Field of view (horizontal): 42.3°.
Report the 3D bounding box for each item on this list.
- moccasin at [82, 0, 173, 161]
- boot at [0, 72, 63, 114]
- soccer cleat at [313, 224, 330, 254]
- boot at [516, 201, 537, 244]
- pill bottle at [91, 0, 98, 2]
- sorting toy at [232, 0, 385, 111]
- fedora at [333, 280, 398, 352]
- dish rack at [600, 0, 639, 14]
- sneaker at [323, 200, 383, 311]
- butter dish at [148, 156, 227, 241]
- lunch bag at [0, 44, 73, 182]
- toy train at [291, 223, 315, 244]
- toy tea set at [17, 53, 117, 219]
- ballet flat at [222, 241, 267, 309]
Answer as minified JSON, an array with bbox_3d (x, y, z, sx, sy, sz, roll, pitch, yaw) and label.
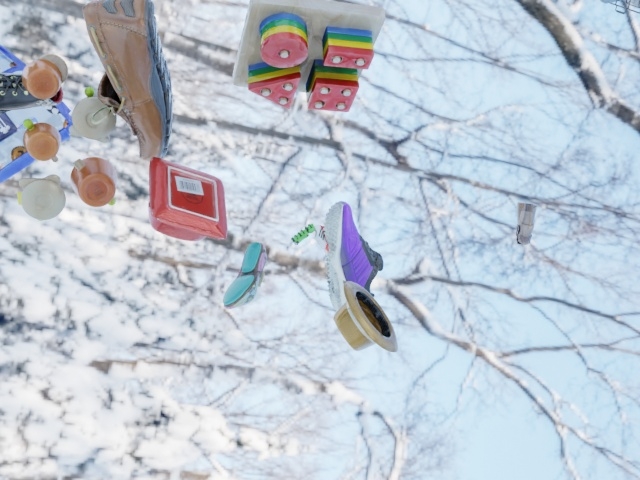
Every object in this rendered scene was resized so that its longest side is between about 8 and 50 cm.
[{"bbox_3d":[-0.356,-0.285,1.534,0.380,0.147,0.139,91,-4,-61],"label":"moccasin"},{"bbox_3d":[-0.658,-0.322,1.695,0.236,0.179,0.085,35,50,-76],"label":"boot"},{"bbox_3d":[0.000,0.000,2.125,0.029,0.036,0.083,132,-55,-73],"label":"soccer cleat"},{"bbox_3d":[0.418,-0.034,1.696,0.118,0.042,0.086,-11,109,-76],"label":"boot"},{"bbox_3d":[-0.664,-0.776,2.221,0.210,0.363,0.210,-52,158,-31],"label":"pill bottle"},{"bbox_3d":[-0.028,-0.350,1.617,0.257,0.256,0.089,118,-28,-61],"label":"sorting toy"},{"bbox_3d":[0.083,0.173,1.717,0.079,0.194,0.194,-36,-142,14],"label":"fedora"},{"bbox_3d":[0.660,-0.443,1.497,0.208,0.272,0.074,19,-81,65],"label":"dish rack"},{"bbox_3d":[0.093,0.034,2.181,0.102,0.146,0.293,-146,-129,-66],"label":"sneaker"},{"bbox_3d":[-0.270,-0.056,1.576,0.118,0.160,0.159,-45,-139,39],"label":"butter dish"},{"bbox_3d":[-0.840,-0.301,2.082,0.385,0.328,0.239,40,-21,31],"label":"lunch bag"},{"bbox_3d":[-0.042,-0.015,2.065,0.017,0.083,0.023,-6,-63,48],"label":"toy train"},{"bbox_3d":[-0.512,-0.207,1.673,0.124,0.200,0.335,-131,-137,-61],"label":"toy tea set"},{"bbox_3d":[-0.174,0.101,2.048,0.077,0.079,0.221,-9,-139,27],"label":"ballet flat"}]
